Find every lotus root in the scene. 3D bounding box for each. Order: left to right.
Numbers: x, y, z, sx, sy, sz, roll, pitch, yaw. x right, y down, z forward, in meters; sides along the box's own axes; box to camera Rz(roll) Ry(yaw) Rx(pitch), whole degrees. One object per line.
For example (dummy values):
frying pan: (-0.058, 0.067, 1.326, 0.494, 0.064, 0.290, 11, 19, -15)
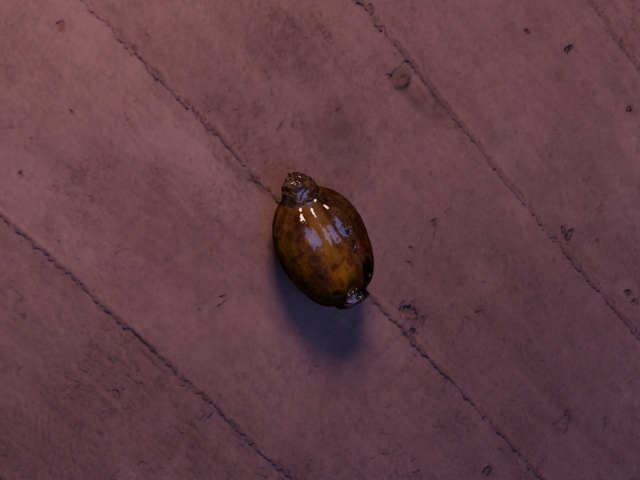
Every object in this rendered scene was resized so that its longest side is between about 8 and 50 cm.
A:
lotus root: (0.000, 0.000, 1.980, 0.120, 0.120, 0.209, -33, 117, -13)
